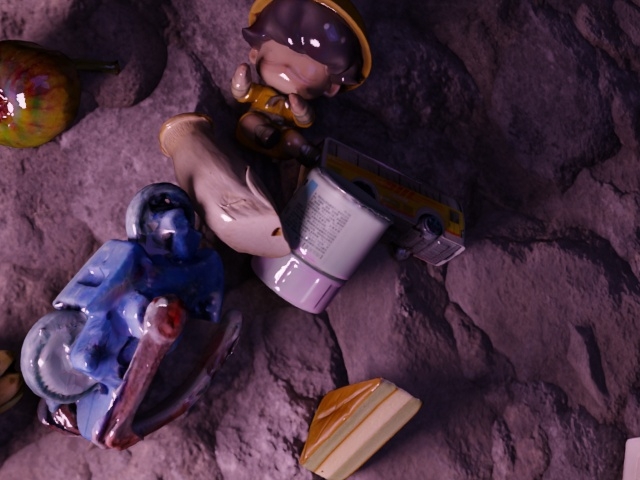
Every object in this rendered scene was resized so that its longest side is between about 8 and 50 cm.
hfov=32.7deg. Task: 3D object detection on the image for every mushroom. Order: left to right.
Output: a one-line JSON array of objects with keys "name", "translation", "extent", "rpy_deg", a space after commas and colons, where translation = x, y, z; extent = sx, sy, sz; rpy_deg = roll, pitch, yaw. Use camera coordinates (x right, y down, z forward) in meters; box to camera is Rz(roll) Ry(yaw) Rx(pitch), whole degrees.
[{"name": "mushroom", "translation": [-0.131, -0.074, 1.432], "extent": [0.108, 0.096, 0.247], "rpy_deg": [-19, 55, -35]}]

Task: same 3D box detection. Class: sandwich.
[{"name": "sandwich", "translation": [0.054, 0.257, 1.459], "extent": [0.079, 0.163, 0.113], "rpy_deg": [32, 63, -19]}]

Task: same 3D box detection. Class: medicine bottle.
[{"name": "medicine bottle", "translation": [0.000, 0.000, 1.485], "extent": [0.135, 0.135, 0.168], "rpy_deg": [31, 100, -19]}]

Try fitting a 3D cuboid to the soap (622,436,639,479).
[{"name": "soap", "translation": [0.559, 0.366, 1.710], "extent": [0.063, 0.183, 0.121], "rpy_deg": [25, 65, -22]}]

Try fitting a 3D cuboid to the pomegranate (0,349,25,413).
[{"name": "pomegranate", "translation": [-0.437, 0.205, 1.191], "extent": [0.240, 0.159, 0.190], "rpy_deg": [9, 71, -33]}]

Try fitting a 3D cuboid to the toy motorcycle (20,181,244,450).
[{"name": "toy motorcycle", "translation": [-0.230, 0.105, 1.362], "extent": [0.182, 0.241, 0.319], "rpy_deg": [24, 63, 23]}]

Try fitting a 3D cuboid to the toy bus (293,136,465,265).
[{"name": "toy bus", "translation": [0.093, -0.055, 1.624], "extent": [0.268, 0.092, 0.106], "rpy_deg": [24, 55, -22]}]

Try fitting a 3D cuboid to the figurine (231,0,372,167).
[{"name": "figurine", "translation": [-0.037, -0.242, 1.560], "extent": [0.192, 0.167, 0.257], "rpy_deg": [27, 88, -8]}]

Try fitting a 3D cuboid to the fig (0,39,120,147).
[{"name": "fig", "translation": [-0.346, -0.208, 1.403], "extent": [0.149, 0.149, 0.245], "rpy_deg": [54, 32, -6]}]
